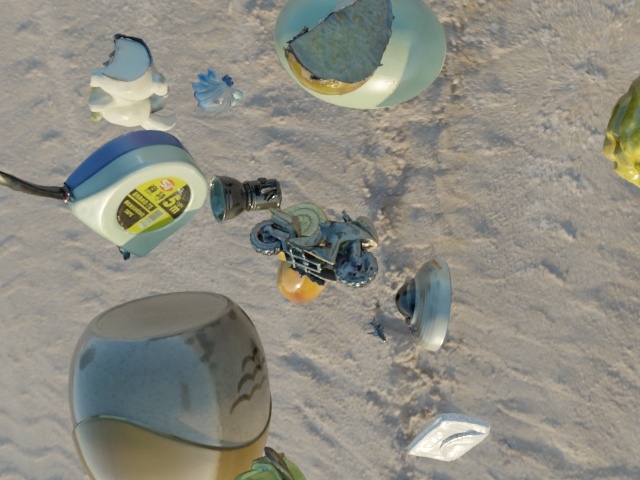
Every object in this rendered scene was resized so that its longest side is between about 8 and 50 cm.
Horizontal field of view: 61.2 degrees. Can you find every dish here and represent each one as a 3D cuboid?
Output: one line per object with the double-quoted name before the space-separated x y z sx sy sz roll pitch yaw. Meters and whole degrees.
"dish" 0.286 0.183 1.602 0.134 0.273 0.273 6 109 0

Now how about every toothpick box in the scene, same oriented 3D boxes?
"toothpick box" -0.308 0.348 1.135 0.409 0.409 0.424 1 103 27

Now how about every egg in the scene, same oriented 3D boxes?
"egg" 0.082 -0.434 1.196 0.389 0.276 0.275 16 112 15

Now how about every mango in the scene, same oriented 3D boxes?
"mango" -0.059 0.111 1.862 0.201 0.350 0.198 -14 80 2

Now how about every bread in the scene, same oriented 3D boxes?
"bread" -0.054 -0.023 1.275 0.149 0.073 0.122 -23 69 -9

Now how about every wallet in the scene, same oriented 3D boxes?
"wallet" 0.276 0.429 1.167 0.124 0.031 0.182 16 134 -11

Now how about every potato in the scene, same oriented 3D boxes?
"potato" 0.035 -0.250 0.726 0.100 0.172 0.089 48 162 -1

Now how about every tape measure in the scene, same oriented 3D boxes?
"tape measure" -0.319 -0.101 0.842 0.215 0.351 0.097 -37 67 -2

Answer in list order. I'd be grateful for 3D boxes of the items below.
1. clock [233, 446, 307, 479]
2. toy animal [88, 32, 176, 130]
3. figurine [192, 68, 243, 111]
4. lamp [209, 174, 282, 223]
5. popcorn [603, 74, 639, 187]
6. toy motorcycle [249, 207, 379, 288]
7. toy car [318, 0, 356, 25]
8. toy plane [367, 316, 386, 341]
"clock" -0.049 0.317 0.586 0.170 0.069 0.231 -120 35 -43
"toy animal" -0.565 -0.445 1.621 0.310 0.248 0.182 117 142 -63
"figurine" -0.240 -0.328 1.213 0.114 0.114 0.079 -18 62 30
"lamp" -0.207 -0.139 1.657 0.172 0.228 0.146 -36 66 60
"popcorn" 0.414 -0.141 0.557 0.201 0.203 0.225 14 127 7
"toy motorcycle" 0.000 0.000 0.902 0.229 0.129 0.094 19 150 21
"toy car" 0.052 -0.363 0.931 0.112 0.139 0.112 24 118 -5
"toy plane" 0.186 0.289 1.736 0.083 0.031 0.078 52 124 18
